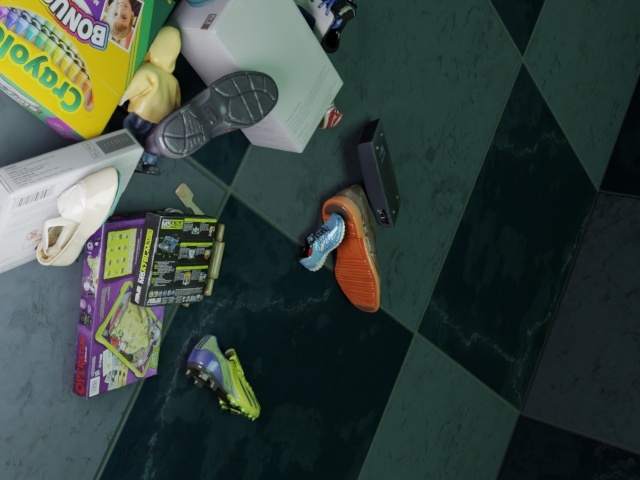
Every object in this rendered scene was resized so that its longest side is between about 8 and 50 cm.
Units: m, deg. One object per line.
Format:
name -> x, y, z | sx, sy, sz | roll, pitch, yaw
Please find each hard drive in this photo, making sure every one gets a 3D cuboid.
hard drive -> 0.155, -0.174, 2.300 | 0.172, 0.054, 0.254 | -69, 147, -56

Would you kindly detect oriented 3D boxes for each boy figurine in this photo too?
boy figurine -> -0.332, -0.270, 1.658 | 0.177, 0.092, 0.285 | 5, 95, -63

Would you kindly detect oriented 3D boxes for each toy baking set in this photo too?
toy baking set -> -0.277, 0.015, 1.872 | 0.197, 0.030, 0.256 | 16, 88, -53

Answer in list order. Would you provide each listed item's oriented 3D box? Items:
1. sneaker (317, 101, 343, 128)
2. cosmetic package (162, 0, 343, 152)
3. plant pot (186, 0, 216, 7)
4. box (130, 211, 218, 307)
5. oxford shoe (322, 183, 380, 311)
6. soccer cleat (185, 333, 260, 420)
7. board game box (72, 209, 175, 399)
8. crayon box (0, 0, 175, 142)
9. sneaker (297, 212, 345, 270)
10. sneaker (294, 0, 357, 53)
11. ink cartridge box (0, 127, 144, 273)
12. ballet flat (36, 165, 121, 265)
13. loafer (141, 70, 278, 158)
sneaker -> 0.025, -0.332, 2.145 | 0.067, 0.042, 0.118 | -11, 117, -46
cosmetic package -> -0.130, -0.386, 1.839 | 0.217, 0.156, 0.385 | -60, 139, -21
plant pot -> -0.227, -0.608, 1.572 | 0.255, 0.272, 0.271 | 42, 67, -34
box -> -0.290, 0.037, 1.753 | 0.191, 0.045, 0.184 | -1, 102, -61
oxford shoe -> 0.113, 0.024, 2.305 | 0.133, 0.130, 0.363 | -45, 133, -43
soccer cleat -> -0.204, 0.319, 2.013 | 0.289, 0.094, 0.121 | 55, 51, -45
board game box -> -0.383, 0.119, 1.716 | 0.208, 0.056, 0.346 | -9, 111, -56
crayon box -> -0.448, -0.387, 1.460 | 0.363, 0.106, 0.313 | 43, 67, -50
sneaker -> 0.000, 0.000, 2.177 | 0.073, 0.063, 0.162 | 26, 101, -39
sneaker -> -0.012, -0.543, 1.917 | 0.127, 0.182, 0.315 | -43, 132, -38
ink cartridge box -> -0.462, -0.067, 1.535 | 0.275, 0.060, 0.239 | -28, 163, -45
ballet flat -> -0.417, -0.037, 1.480 | 0.086, 0.086, 0.248 | -19, 156, -48
loafer -> -0.211, -0.241, 1.662 | 0.303, 0.095, 0.109 | -35, 112, -37
